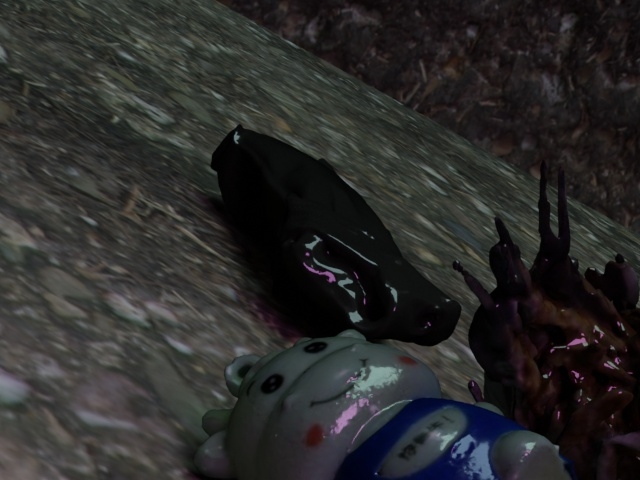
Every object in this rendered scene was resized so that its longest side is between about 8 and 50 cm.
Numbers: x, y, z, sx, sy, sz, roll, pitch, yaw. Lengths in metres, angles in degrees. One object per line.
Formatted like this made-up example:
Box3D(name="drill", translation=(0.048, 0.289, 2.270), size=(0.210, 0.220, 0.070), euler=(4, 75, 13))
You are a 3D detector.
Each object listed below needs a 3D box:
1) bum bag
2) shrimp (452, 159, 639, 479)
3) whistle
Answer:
Box3D(name="bum bag", translation=(0.000, 0.000, 1.067), size=(0.142, 0.079, 0.326), euler=(35, 6, -19))
Box3D(name="shrimp", translation=(0.130, 0.081, 0.760), size=(0.145, 0.116, 0.343), euler=(54, -4, 38))
Box3D(name="whistle", translation=(0.045, 0.106, 0.649), size=(0.110, 0.092, 0.244), euler=(-35, 48, -28))
